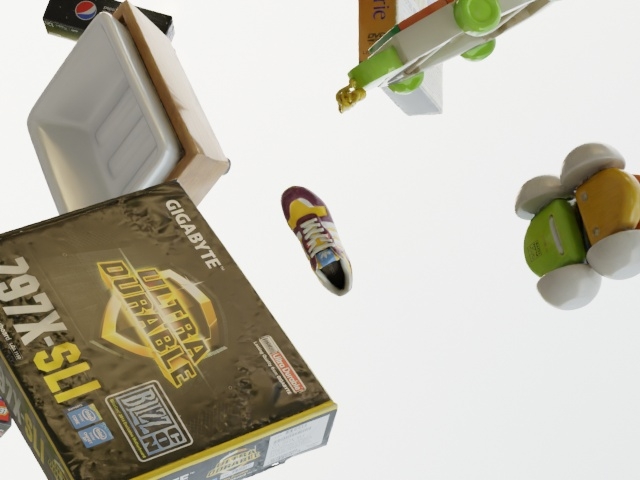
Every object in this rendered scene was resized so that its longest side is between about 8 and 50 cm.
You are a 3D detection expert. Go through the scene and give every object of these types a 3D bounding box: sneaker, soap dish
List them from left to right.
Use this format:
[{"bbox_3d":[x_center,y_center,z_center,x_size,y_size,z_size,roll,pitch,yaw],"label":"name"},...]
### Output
[{"bbox_3d":[-0.241,-0.122,2.085,0.229,0.118,0.291,-50,-133,27],"label":"soap dish"},{"bbox_3d":[0.000,0.000,2.564,0.185,0.070,0.084,58,3,-18],"label":"sneaker"}]

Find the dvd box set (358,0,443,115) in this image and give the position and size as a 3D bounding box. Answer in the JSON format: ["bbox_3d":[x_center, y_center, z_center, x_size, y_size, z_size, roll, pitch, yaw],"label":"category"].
[{"bbox_3d":[0.116,-0.416,2.396,0.307,0.062,0.420,29,60,-72],"label":"dvd box set"}]

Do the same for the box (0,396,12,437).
[{"bbox_3d":[-0.555,0.184,2.396,0.044,0.233,0.159,-46,-141,43],"label":"box"}]

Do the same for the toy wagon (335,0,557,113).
[{"bbox_3d":[0.159,-0.257,2.084,0.068,0.344,0.267,63,-22,3],"label":"toy wagon"}]

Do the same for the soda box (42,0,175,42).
[{"bbox_3d":[-0.284,-0.290,2.254,0.053,0.169,0.060,93,14,-72],"label":"soda box"}]

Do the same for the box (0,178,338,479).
[{"bbox_3d":[-0.176,0.103,1.588,0.322,0.257,0.079,54,-29,33],"label":"box"}]

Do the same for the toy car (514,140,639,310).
[{"bbox_3d":[0.316,-0.013,1.896,0.182,0.136,0.159,-37,-123,41],"label":"toy car"}]
